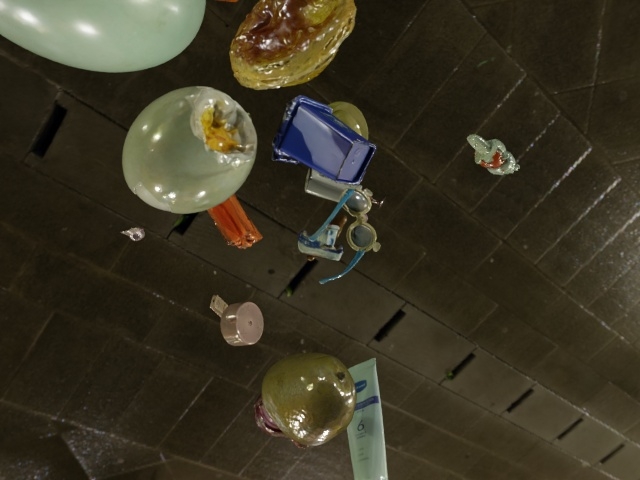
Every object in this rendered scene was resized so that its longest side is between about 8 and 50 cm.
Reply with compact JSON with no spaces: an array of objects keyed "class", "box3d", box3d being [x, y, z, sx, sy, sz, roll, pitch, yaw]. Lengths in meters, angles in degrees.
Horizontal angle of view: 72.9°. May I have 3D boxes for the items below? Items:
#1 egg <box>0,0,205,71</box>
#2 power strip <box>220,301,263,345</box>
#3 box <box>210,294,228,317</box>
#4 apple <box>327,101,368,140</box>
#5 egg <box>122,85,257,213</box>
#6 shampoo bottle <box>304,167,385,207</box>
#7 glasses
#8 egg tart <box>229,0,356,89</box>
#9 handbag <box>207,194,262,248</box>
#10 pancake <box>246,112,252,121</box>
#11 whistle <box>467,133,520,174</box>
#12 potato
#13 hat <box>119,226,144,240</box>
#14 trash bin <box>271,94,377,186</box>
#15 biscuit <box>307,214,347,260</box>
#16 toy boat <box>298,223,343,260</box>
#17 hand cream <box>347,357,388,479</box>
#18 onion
[{"class":"egg","box3d":[-0.334,-0.390,0.621,0.276,0.389,0.276,5,101,28]},{"class":"power strip","box3d":[-0.275,0.295,1.534,0.078,0.154,0.154,-13,123,30]},{"class":"box","box3d":[-0.391,0.256,1.680,0.024,0.053,0.083,-12,134,18]},{"class":"apple","box3d":[0.065,-0.425,1.799,0.291,0.292,0.254,-20,122,-2]},{"class":"egg","box3d":[-0.326,-0.201,1.054,0.336,0.278,0.278,-29,122,34]},{"class":"shampoo bottle","box3d":[0.087,-0.164,1.459,0.284,0.153,0.071,19,111,-6]},{"class":"glasses","box3d":[0.041,-0.012,1.074,0.220,0.088,0.190,-34,126,-33]},{"class":"egg tart","box3d":[-0.086,-0.634,1.387,0.443,0.443,0.178,-35,146,6]},{"class":"handbag","box3d":[-0.368,-0.108,1.759,0.116,0.410,0.304,-31,88,-3]},{"class":"pancake","box3d":[-0.294,-0.463,1.756,0.017,0.108,0.108,3,116,3]},{"class":"whistle","box3d":[0.613,-0.302,1.542,0.253,0.106,0.101,30,138,-30]},{"class":"potato","box3d":[-0.020,0.302,0.847,0.174,0.159,0.251,37,135,-10]},{"class":"hat","box3d":[-0.634,-0.018,1.468,0.058,0.087,0.042,-14,89,17]},{"class":"trash bin","box3d":[0.006,-0.239,1.111,0.162,0.234,0.184,-4,127,-54]},{"class":"biscuit","box3d":[0.034,-0.010,2.151,0.041,0.208,0.290,42,77,-15]},{"class":"toy boat","box3d":[0.000,0.000,1.485,0.114,0.262,0.115,13,87,-34]},{"class":"hand cream","box3d":[0.107,0.436,1.043,0.109,0.321,0.067,-30,122,20]},{"class":"onion","box3d":[-0.094,0.541,1.334,0.195,0.218,0.140,-22,157,-27]}]
